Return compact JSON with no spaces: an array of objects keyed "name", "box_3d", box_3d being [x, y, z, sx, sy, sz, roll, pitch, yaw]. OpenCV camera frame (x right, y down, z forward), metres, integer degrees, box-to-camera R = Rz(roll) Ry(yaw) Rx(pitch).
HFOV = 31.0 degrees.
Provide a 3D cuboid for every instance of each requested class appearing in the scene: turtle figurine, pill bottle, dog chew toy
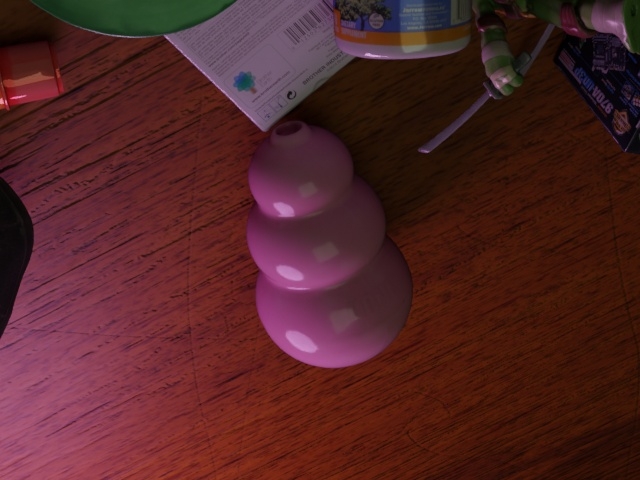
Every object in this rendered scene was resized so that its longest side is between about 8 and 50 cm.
[{"name":"turtle figurine","box_3d":[0.269,-0.237,1.322,0.198,0.266,0.274,-10,103,-46]},{"name":"pill bottle","box_3d":[0.085,-0.339,1.217,0.152,0.152,0.271,-8,111,-12]},{"name":"dog chew toy","box_3d":[0.000,0.000,1.463,0.207,0.206,0.331,-17,123,-4]}]

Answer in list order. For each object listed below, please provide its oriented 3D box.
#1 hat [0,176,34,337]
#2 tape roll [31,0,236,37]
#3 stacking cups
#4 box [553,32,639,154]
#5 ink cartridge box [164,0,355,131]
[{"name":"hat","box_3d":[-0.509,0.019,1.347,0.331,0.134,0.331,-14,120,-26]},{"name":"tape roll","box_3d":[-0.185,-0.364,1.124,0.321,0.077,0.321,-2,113,-4]},{"name":"stacking cups","box_3d":[-0.444,-0.162,1.263,0.316,0.096,0.096,-12,130,-15]},{"name":"box","box_3d":[0.373,-0.232,1.374,0.051,0.220,0.175,7,125,-22]},{"name":"ink cartridge box","box_3d":[-0.093,-0.280,1.290,0.186,0.065,0.311,-38,131,13]}]
